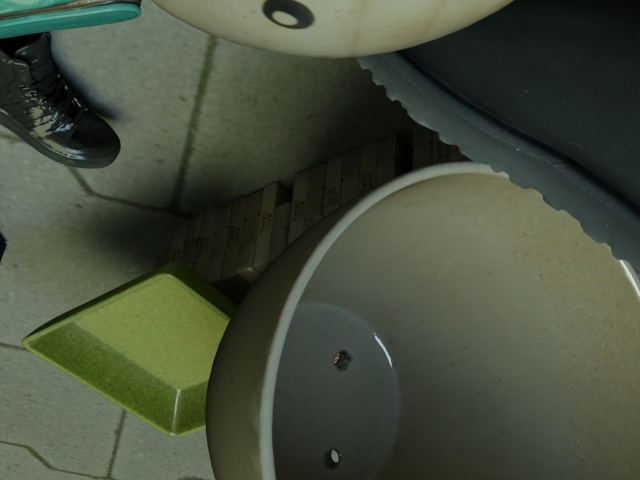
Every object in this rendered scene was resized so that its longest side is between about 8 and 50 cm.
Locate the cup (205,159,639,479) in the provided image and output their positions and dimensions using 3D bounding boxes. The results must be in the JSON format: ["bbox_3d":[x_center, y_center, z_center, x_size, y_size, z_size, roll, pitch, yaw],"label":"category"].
[{"bbox_3d":[0.050,0.123,0.770,0.331,0.331,0.237,28,161,-25],"label":"cup"}]

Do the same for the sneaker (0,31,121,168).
[{"bbox_3d":[-0.218,-0.122,0.805,0.170,0.051,0.089,29,139,-13],"label":"sneaker"}]

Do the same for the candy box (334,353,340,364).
[{"bbox_3d":[0.033,0.108,1.049,0.159,0.071,0.233,-24,134,31],"label":"candy box"}]

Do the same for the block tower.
[{"bbox_3d":[0.000,0.000,0.904,0.335,0.091,0.097,-23,133,30],"label":"block tower"}]

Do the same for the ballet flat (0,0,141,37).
[{"bbox_3d":[-0.242,-0.167,0.715,0.247,0.087,0.083,-13,180,0],"label":"ballet flat"}]

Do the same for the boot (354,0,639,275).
[{"bbox_3d":[0.224,-0.211,0.538,0.367,0.146,0.445,39,131,19],"label":"boot"}]

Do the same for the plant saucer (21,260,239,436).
[{"bbox_3d":[-0.125,0.089,0.922,0.188,0.045,0.188,-24,131,33],"label":"plant saucer"}]

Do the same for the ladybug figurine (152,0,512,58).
[{"bbox_3d":[0.069,-0.255,0.374,0.305,0.162,0.449,-10,132,-46],"label":"ladybug figurine"}]

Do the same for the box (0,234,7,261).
[{"bbox_3d":[-0.346,0.004,0.881,0.051,0.175,0.220,-3,140,11],"label":"box"}]
